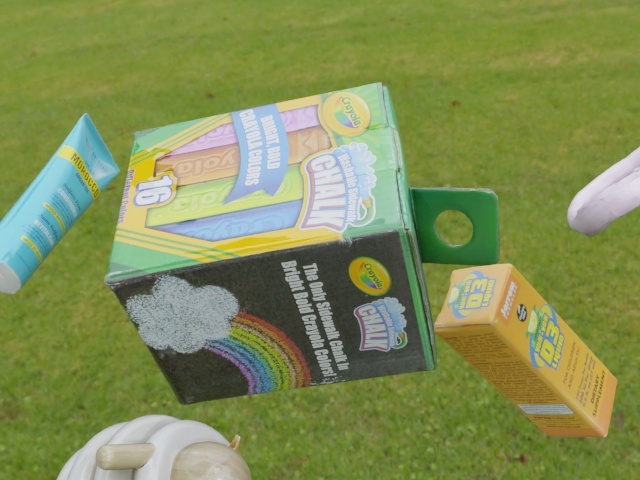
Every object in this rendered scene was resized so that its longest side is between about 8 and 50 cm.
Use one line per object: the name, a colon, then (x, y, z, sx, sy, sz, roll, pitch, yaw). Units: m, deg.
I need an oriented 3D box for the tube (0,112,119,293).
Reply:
tube: (-0.272, -0.037, 0.791, 0.052, 0.080, 0.207, 4, 45, 21)

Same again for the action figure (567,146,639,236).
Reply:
action figure: (0.356, -0.123, 0.524, 0.275, 0.370, 0.248, 23, 8, 5)

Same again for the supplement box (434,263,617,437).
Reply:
supplement box: (0.222, 0.122, 0.823, 0.080, 0.233, 0.078, -14, 44, 48)

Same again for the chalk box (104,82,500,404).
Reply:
chalk box: (0.000, 0.000, 0.648, 0.288, 0.180, 0.179, -10, 46, 6)

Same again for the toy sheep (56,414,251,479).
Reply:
toy sheep: (-0.082, 0.122, 0.348, 0.132, 0.091, 0.091, -26, 21, 31)
